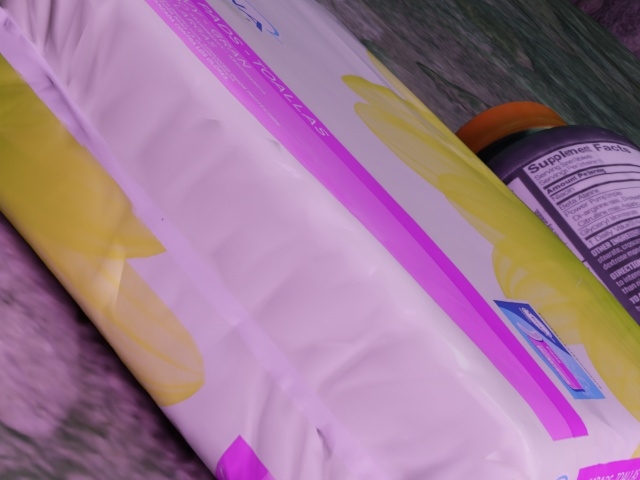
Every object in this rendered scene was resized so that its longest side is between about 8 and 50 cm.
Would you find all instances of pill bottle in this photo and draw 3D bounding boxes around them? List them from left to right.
[{"bbox_3d":[0.147,0.027,0.832,0.130,0.130,0.245,28,21,-40],"label":"pill bottle"}]

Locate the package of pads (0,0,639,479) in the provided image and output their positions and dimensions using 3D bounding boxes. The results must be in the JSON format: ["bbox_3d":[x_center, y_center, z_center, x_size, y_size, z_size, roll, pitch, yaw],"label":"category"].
[{"bbox_3d":[0.000,0.000,0.608,0.296,0.101,0.229,49,18,21],"label":"package of pads"}]
